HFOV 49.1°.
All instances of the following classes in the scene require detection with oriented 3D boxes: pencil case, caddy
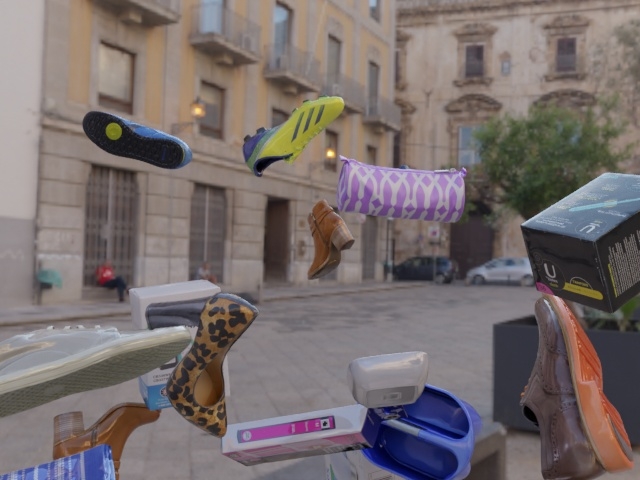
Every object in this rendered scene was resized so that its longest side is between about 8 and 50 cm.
[{"bbox_3d":[0.126,-0.078,1.085,0.206,0.088,0.086,3,27,-10],"label":"pencil case"},{"bbox_3d":[0.248,0.488,1.804,0.341,0.241,0.179,12,-11,37],"label":"caddy"}]

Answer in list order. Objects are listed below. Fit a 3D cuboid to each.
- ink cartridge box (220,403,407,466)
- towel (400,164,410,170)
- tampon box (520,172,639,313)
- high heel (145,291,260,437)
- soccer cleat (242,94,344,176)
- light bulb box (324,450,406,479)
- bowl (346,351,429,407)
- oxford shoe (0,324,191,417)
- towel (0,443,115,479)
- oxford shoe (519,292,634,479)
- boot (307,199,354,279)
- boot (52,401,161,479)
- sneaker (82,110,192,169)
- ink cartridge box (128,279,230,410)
[{"bbox_3d":[-0.006,0.399,1.447,0.371,0.069,0.176,-13,-28,7],"label":"ink cartridge box"},{"bbox_3d":[0.265,-0.170,2.165,0.029,0.119,0.067,-13,-29,28],"label":"towel"},{"bbox_3d":[0.356,-0.002,0.867,0.161,0.101,0.120,-29,22,-20],"label":"tampon box"},{"bbox_3d":[-0.143,0.199,1.057,0.186,0.261,0.093,-7,25,27],"label":"high heel"},{"bbox_3d":[-0.059,-0.250,1.705,0.289,0.121,0.093,-27,-20,18],"label":"soccer cleat"},{"bbox_3d":[0.174,0.748,2.258,0.225,0.358,0.361,-7,2,-21],"label":"light bulb box"},{"bbox_3d":[0.117,0.246,1.206,0.142,0.053,0.142,-5,-33,-1],"label":"bowl"},{"bbox_3d":[-0.465,0.218,1.347,0.449,0.130,0.169,-11,-32,-31],"label":"oxford shoe"},{"bbox_3d":[-0.468,0.404,1.024,0.336,0.040,0.243,-12,18,-16],"label":"towel"},{"bbox_3d":[0.366,0.212,1.095,0.133,0.130,0.364,-30,25,23],"label":"oxford shoe"},{"bbox_3d":[0.000,0.000,1.905,0.073,0.152,0.197,-1,-41,-51],"label":"boot"},{"bbox_3d":[-0.529,0.534,1.779,0.283,0.220,0.109,0,-30,-33],"label":"boot"},{"bbox_3d":[-0.343,-0.187,1.321,0.209,0.069,0.082,20,11,1],"label":"sneaker"},{"bbox_3d":[-0.349,0.246,1.721,0.198,0.270,0.197,-7,5,-21],"label":"ink cartridge box"}]
